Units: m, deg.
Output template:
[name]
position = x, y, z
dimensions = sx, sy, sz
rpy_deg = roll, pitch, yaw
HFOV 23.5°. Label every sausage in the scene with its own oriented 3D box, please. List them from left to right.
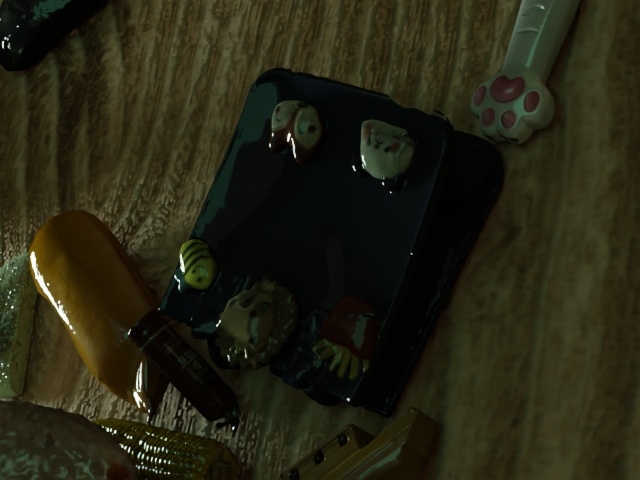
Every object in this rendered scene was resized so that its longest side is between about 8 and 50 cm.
[sausage]
position = -0.236, 0.091, 1.744
dimensions = 0.112, 0.112, 0.328
rpy_deg = -47, 48, 10

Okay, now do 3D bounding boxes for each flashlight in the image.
[flashlight]
position = 0.215, -0.195, 1.565
dimensions = 0.093, 0.047, 0.200
rpy_deg = 12, 77, 41

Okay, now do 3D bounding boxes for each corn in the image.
[corn]
position = -0.183, 0.235, 1.643
dimensions = 0.231, 0.080, 0.080
rpy_deg = 7, 73, 41

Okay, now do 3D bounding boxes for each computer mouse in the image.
[computer mouse]
position = -0.377, -0.323, 2.090
dimensions = 0.217, 0.073, 0.122
rpy_deg = -37, 49, 17

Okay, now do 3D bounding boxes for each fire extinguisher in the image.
[fire extinguisher]
position = -0.137, 0.143, 1.634
dimensions = 0.158, 0.064, 0.043
rpy_deg = 46, 115, 3

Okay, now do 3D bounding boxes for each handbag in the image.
[handbag]
position = 0.000, 0.000, 1.593
dimensions = 0.303, 0.122, 0.329
rpy_deg = 21, 83, 43

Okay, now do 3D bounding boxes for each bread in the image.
[bread]
position = -0.407, 0.107, 1.920
dimensions = 0.112, 0.036, 0.193
rpy_deg = -13, 60, 35

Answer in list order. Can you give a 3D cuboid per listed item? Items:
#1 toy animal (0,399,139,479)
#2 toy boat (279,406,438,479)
[toy animal]
position = -0.322, 0.273, 1.596
dimensions = 0.358, 0.226, 0.188
rpy_deg = -33, 18, 38
[toy boat]
position = 0.028, 0.226, 1.496
dimensions = 0.200, 0.057, 0.077
rpy_deg = -37, 43, 18
